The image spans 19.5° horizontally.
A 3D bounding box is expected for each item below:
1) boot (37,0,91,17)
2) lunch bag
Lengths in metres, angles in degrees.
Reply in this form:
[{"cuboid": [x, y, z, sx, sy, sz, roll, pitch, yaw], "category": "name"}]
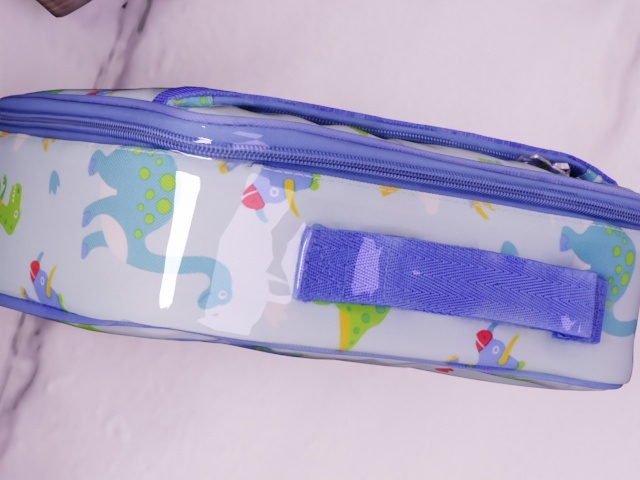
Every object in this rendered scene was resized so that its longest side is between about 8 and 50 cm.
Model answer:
[{"cuboid": [-0.082, -0.141, 0.672, 0.118, 0.042, 0.087, -40, 113, -24], "category": "boot"}, {"cuboid": [0.000, 0.000, 0.661, 0.219, 0.176, 0.090, 8, 91, -33], "category": "lunch bag"}]
